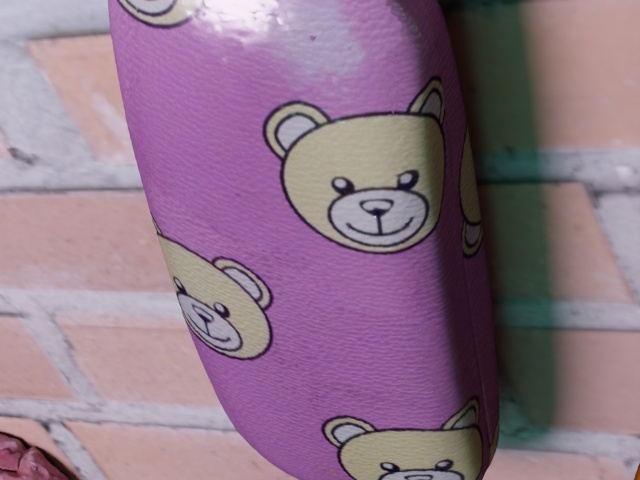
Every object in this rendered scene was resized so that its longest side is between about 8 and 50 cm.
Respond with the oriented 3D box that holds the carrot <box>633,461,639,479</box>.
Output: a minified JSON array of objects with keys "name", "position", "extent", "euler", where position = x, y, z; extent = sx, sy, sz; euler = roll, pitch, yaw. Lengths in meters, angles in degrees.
[{"name":"carrot","position":[0.153,0.086,0.747],"extent":[0.037,0.037,0.190],"euler":[24,148,5]}]

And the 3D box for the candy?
[{"name":"candy","position":[-0.183,0.151,1.035],"extent":[0.103,0.043,0.103],"euler":[16,141,14]}]

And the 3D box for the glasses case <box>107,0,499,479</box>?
[{"name":"glasses case","position":[0.000,0.000,0.700],"extent":[0.123,0.076,0.316],"euler":[12,141,22]}]
